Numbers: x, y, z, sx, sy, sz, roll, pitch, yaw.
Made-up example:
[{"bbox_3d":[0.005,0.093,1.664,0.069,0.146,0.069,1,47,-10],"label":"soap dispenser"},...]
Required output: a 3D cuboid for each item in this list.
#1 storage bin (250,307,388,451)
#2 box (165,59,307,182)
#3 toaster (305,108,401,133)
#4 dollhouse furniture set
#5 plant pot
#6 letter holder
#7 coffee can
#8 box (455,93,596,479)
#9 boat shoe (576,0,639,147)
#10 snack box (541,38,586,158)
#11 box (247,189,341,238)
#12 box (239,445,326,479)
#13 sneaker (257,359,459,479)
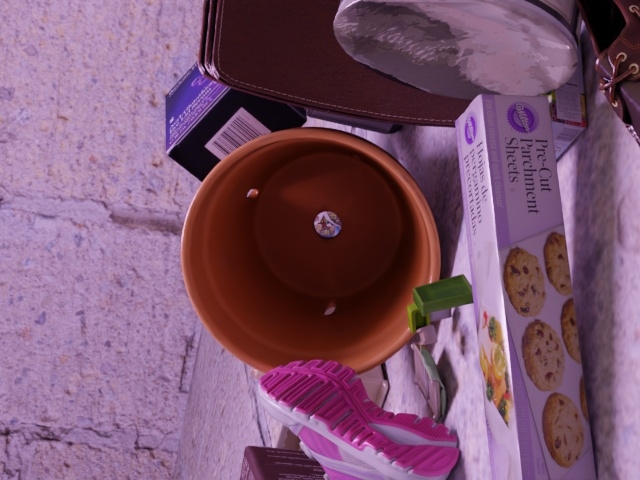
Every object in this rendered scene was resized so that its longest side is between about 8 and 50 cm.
[{"bbox_3d":[-0.013,0.196,1.627,0.262,0.123,0.260,-100,22,-54],"label":"storage bin"},{"bbox_3d":[-0.114,-0.172,1.536,0.153,0.108,0.207,-46,24,14],"label":"box"},{"bbox_3d":[0.052,-0.232,1.557,0.227,0.146,0.129,116,160,-55],"label":"toaster"},{"bbox_3d":[0.132,0.110,1.254,0.076,0.059,0.151,-116,16,-57],"label":"dollhouse furniture set"},{"bbox_3d":[0.000,0.000,1.410,0.203,0.291,0.291,-58,-21,-76],"label":"plant pot"},{"bbox_3d":[0.026,-0.197,1.283,0.152,0.302,0.214,124,152,-64],"label":"letter holder"},{"bbox_3d":[0.136,-0.283,0.994,0.201,0.201,0.275,141,143,-72],"label":"coffee can"},{"bbox_3d":[0.163,0.040,0.966,0.063,0.067,0.324,129,141,-67],"label":"box"},{"bbox_3d":[0.228,-0.121,0.849,0.207,0.073,0.073,-96,21,-44],"label":"boat shoe"},{"bbox_3d":[0.193,-0.114,1.082,0.141,0.037,0.100,123,154,-60],"label":"snack box"},{"bbox_3d":[-0.028,-0.027,1.589,0.044,0.233,0.159,69,-156,-69],"label":"box"},{"bbox_3d":[-0.009,0.355,1.394,0.203,0.167,0.168,-142,61,-76],"label":"box"},{"bbox_3d":[0.028,0.218,1.266,0.252,0.103,0.111,30,129,35],"label":"sneaker"}]
